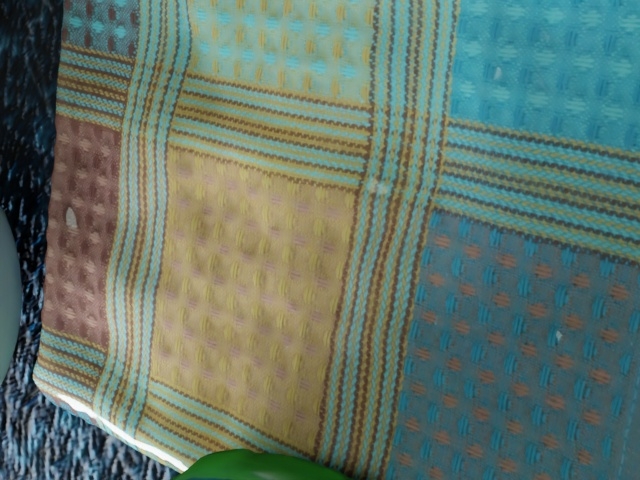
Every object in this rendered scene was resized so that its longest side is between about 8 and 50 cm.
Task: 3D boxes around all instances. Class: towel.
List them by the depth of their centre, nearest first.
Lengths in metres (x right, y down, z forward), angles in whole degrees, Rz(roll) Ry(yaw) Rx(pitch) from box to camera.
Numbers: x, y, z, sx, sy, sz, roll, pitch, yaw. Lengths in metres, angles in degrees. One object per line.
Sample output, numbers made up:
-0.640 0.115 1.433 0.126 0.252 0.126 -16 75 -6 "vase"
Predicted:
0.000 0.000 0.462 0.370 0.040 0.271 15 103 38 "towel"

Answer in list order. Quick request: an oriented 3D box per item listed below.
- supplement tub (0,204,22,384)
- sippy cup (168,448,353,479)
-0.357 0.037 0.640 0.325 0.235 0.235 -4 83 38 "supplement tub"
-0.078 0.215 0.384 0.305 0.224 0.240 -24 80 43 "sippy cup"
